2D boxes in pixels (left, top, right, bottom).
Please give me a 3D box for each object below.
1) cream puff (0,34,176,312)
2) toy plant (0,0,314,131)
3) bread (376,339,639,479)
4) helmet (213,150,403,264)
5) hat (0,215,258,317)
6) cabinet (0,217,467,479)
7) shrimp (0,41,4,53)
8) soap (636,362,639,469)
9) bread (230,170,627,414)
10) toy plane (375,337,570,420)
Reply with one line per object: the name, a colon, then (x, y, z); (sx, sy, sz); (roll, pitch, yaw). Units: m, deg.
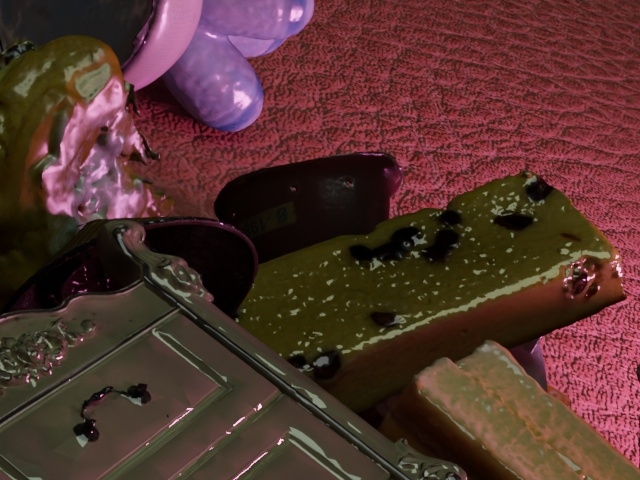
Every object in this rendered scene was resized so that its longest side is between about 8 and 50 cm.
cream puff: (-0.227, -0.039, 1.048); (0.195, 0.221, 0.194); (-10, 31, 6)
toy plant: (-0.140, -0.233, 1.386); (0.247, 0.247, 0.332); (48, 24, 27)
bread: (0.123, 0.231, 0.900); (0.246, 0.239, 0.111); (41, 38, 21)
helmet: (0.000, 0.000, 1.219); (0.155, 0.175, 0.106); (29, 44, -59)
hat: (-0.146, 0.019, 0.973); (0.193, 0.193, 0.082); (0, 49, -41)
cabinet: (-0.104, 0.191, 0.764); (0.318, 0.227, 0.290); (37, 33, 13)
shrimp: (-0.325, -0.201, 1.351); (0.059, 0.023, 0.108); (3, 44, -47)
soap: (0.423, 0.256, 1.095); (0.156, 0.261, 0.446); (-6, 47, -42)
bread: (0.063, 0.048, 1.120); (0.361, 0.077, 0.138); (-20, 45, -20)
toy plane: (0.142, 0.138, 1.166); (0.245, 0.117, 0.244); (24, 31, -15)
